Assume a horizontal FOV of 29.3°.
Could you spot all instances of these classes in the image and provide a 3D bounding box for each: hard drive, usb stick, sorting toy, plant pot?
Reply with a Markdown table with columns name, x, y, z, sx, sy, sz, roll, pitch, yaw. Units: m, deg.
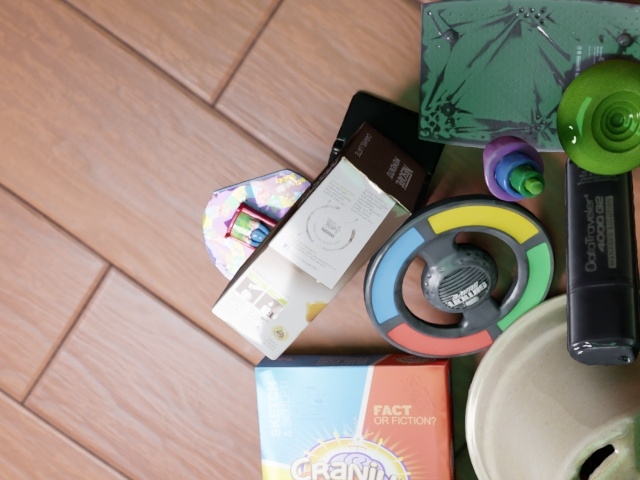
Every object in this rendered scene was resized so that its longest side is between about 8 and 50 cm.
| name | x | y | z | sx | sy | sz | roll | pitch | yaw |
| --- | --- | --- | --- | --- | --- | --- | --- | --- | --- |
| hard drive | 0.239 | -0.188 | 1.369 | 0.254 | 0.054 | 0.172 | 3 | 108 | 9 |
| usb stick | 0.303 | 0.010 | 1.322 | 0.077 | 0.278 | 0.045 | -6 | 142 | 18 |
| sorting toy | 0.348 | -0.127 | 1.276 | 0.365 | 0.126 | 0.127 | -24 | 110 | -1 |
| plant pot | 0.337 | 0.243 | 1.324 | 0.333 | 0.305 | 0.334 | 0 | 100 | 2 |

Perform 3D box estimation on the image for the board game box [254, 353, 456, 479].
| name | x | y | z | sx | sy | sz | roll | pitch | yaw |
| --- | --- | --- | --- | --- | --- | --- | --- | --- | --- |
| board game box | 0.049 | 0.302 | 1.538 | 0.242 | 0.064 | 0.317 | -2 | 99 | 12 |

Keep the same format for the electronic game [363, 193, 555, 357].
| name | x | y | z | sx | sy | sz | roll | pitch | yaw |
| --- | --- | --- | --- | --- | --- | --- | --- | --- | --- |
| electronic game | 0.162 | 0.045 | 1.422 | 0.229 | 0.048 | 0.229 | -7 | 126 | -9 |

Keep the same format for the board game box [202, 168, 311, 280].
| name | x | y | z | sx | sy | sz | roll | pitch | yaw |
| --- | --- | --- | --- | --- | --- | --- | --- | --- | --- |
| board game box | -0.068 | -0.008 | 1.501 | 0.168 | 0.033 | 0.133 | -16 | 104 | 15 |

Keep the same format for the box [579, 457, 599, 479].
| name | x | y | z | sx | sy | sz | roll | pitch | yaw |
| --- | --- | --- | --- | --- | --- | --- | --- | --- | --- |
| box | 0.348 | 0.395 | 1.542 | 0.233 | 0.044 | 0.159 | 44 | 110 | -5 |

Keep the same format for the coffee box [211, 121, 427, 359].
| name | x | y | z | sx | sy | sz | roll | pitch | yaw |
| --- | --- | --- | --- | --- | --- | --- | --- | --- | --- |
| coffee box | 0.000 | 0.000 | 1.391 | 0.098 | 0.141 | 0.246 | 39 | 115 | -5 |

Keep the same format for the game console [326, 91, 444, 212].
| name | x | y | z | sx | sy | sz | roll | pitch | yaw |
| --- | --- | --- | --- | --- | --- | --- | --- | --- | --- |
| game console | 0.077 | -0.099 | 1.454 | 0.122 | 0.071 | 0.107 | 21 | 140 | 5 |
